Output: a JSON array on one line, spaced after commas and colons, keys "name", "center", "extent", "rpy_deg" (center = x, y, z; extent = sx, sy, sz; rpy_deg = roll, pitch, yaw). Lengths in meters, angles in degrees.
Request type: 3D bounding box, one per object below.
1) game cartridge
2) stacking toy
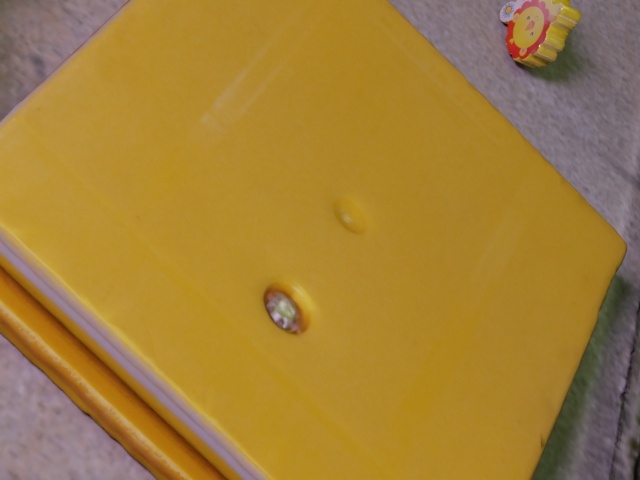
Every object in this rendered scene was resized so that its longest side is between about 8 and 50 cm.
[{"name": "game cartridge", "center": [0.000, 0.000, 0.815], "extent": [0.285, 0.053, 0.323], "rpy_deg": [45, 38, -7]}, {"name": "stacking toy", "center": [0.064, -0.219, 1.041], "extent": [0.167, 0.052, 0.221], "rpy_deg": [20, 46, -34]}]
